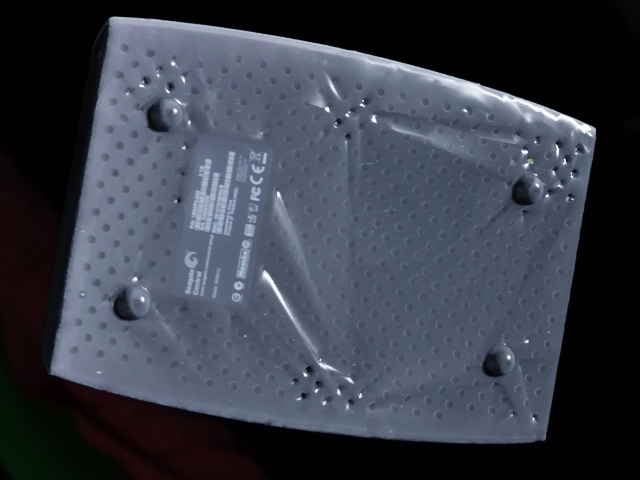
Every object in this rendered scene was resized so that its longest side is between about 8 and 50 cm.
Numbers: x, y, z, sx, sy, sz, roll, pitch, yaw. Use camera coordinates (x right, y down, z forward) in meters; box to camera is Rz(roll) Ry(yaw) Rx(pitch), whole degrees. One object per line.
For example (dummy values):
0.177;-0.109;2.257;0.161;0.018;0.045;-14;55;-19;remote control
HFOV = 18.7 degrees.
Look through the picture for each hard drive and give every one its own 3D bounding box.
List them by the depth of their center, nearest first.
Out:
0.000;0.000;0.893;0.054;0.254;0.172;7;-93;63;hard drive
